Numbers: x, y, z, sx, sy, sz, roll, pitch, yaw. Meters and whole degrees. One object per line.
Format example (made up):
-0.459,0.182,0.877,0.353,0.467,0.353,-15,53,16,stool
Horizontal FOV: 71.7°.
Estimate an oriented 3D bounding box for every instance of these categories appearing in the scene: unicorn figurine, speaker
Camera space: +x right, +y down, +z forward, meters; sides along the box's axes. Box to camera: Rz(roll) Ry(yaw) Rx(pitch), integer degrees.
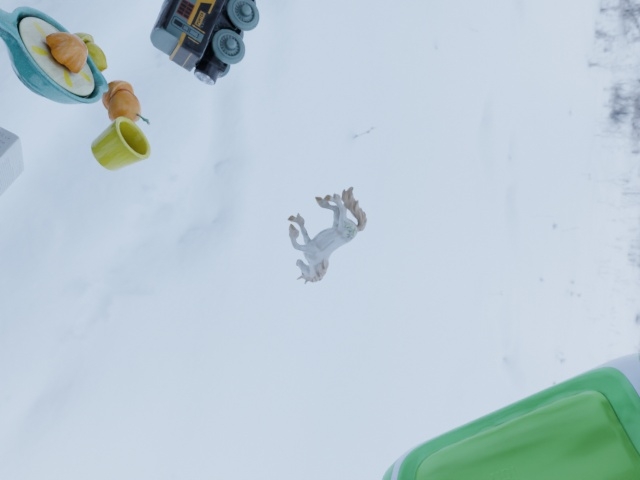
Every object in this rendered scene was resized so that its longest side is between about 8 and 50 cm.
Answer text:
0.000,0.000,0.656,0.111,0.161,0.060,54,16,-25,unicorn figurine
0.193,0.207,0.386,0.131,0.296,0.131,32,35,-26,speaker

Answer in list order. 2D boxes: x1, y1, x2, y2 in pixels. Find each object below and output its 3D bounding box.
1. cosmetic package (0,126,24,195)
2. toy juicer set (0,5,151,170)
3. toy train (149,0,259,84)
-0.769,-0.161,0.947,0.151,0.151,0.184,29,57,-16,cosmetic package
-0.358,-0.268,0.615,0.329,0.089,0.209,50,20,-43,toy juicer set
-0.242,-0.526,0.999,0.190,0.142,0.334,25,78,-30,toy train
